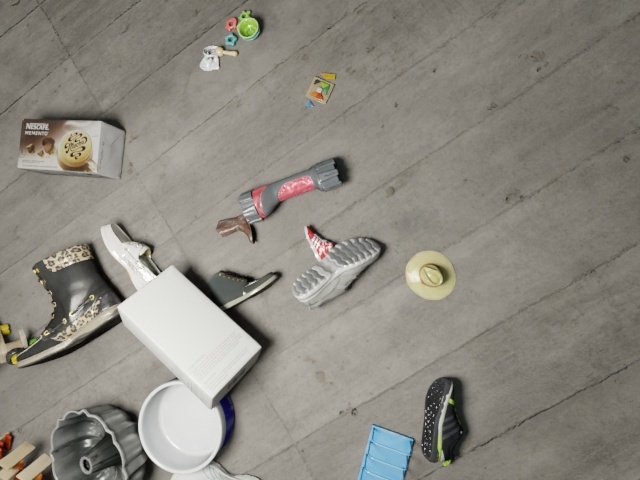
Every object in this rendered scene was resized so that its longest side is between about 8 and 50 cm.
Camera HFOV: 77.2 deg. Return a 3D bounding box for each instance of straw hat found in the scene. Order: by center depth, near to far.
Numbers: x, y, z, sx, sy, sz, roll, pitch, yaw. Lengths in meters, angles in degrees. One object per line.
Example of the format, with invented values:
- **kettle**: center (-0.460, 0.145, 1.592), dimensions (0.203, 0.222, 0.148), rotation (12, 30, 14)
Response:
- **straw hat**: center (0.309, 0.098, 1.113), dimensions (0.145, 0.061, 0.144), rotation (0, 88, 11)

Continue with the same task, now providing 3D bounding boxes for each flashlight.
- **flashlight**: center (-0.087, -0.143, 1.184), dimensions (0.304, 0.103, 0.103), rotation (-18, 110, 9)

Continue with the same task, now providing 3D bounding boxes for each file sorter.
- **file sorter**: center (0.173, 0.621, 1.091), dimensions (0.118, 0.104, 0.170), rotation (15, 91, 12)

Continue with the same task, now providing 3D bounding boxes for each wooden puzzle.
- **wooden puzzle**: center (-0.003, -0.461, 1.225), dimensions (0.079, 0.014, 0.116), rotation (19, 91, 11)

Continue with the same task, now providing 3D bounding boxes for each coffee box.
- **coffee box**: center (-0.817, -0.300, 1.320), dimensions (0.298, 0.119, 0.167), rotation (6, 89, 11)

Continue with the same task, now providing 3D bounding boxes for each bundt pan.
- **bundt pan**: center (-0.658, 0.650, 1.219), dimensions (0.331, 0.124, 0.330), rotation (2, 94, 24)

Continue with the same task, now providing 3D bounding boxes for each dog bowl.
- **dog bowl**: center (-0.399, 0.542, 1.205), dimensions (0.265, 0.104, 0.264), rotation (0, 87, 10)

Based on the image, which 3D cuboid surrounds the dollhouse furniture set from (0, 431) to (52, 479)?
- **dollhouse furniture set**: center (-0.974, 0.746, 1.287), dimensions (0.259, 0.135, 0.261), rotation (27, 113, 8)

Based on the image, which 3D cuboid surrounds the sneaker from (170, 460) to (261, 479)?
- **sneaker**: center (-0.308, 0.730, 1.166), dimensions (0.298, 0.129, 0.110), rotation (5, 90, 12)

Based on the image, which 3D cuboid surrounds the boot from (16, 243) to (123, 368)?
- **boot**: center (-0.836, 0.210, 1.289), dimensions (0.378, 0.138, 0.284), rotation (-31, 83, 4)

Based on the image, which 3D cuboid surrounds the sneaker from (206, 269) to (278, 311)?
- **sneaker**: center (-0.243, 0.123, 1.207), dimensions (0.222, 0.083, 0.118), rotation (-29, 82, 9)

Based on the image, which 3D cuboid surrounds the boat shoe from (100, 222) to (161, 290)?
- **boat shoe**: center (-0.581, 0.046, 1.273), dimensions (0.096, 0.098, 0.277), rotation (-36, 90, 7)

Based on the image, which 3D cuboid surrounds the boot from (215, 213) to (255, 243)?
- **boot**: center (-0.264, -0.025, 1.242), dimensions (0.114, 0.037, 0.106), rotation (-16, 73, 7)

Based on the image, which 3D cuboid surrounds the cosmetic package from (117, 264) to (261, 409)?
- **cosmetic package**: center (-0.371, 0.272, 1.149), dimensions (0.366, 0.155, 0.197), rotation (40, 55, 12)

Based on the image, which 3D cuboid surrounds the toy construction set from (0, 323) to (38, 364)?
- **toy construction set**: center (-1.080, 0.306, 1.314), dimensions (0.238, 0.258, 0.308), rotation (-15, 104, -33)

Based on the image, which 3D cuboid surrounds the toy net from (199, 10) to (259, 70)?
- **toy net**: center (-0.304, -0.638, 1.276), dimensions (0.232, 0.045, 0.122), rotation (-32, 82, 8)

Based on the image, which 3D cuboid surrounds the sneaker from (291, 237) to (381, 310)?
- **sneaker**: center (0.053, 0.094, 1.156), dimensions (0.282, 0.115, 0.105), rotation (-32, 44, -5)

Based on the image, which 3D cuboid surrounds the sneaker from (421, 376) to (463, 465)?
- **sneaker**: center (0.340, 0.489, 1.093), dimensions (0.097, 0.084, 0.234), rotation (11, 90, -13)

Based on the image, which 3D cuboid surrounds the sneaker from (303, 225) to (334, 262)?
- **sneaker**: center (0.000, 0.000, 1.187), dimensions (0.067, 0.042, 0.118), rotation (-26, 90, 13)
